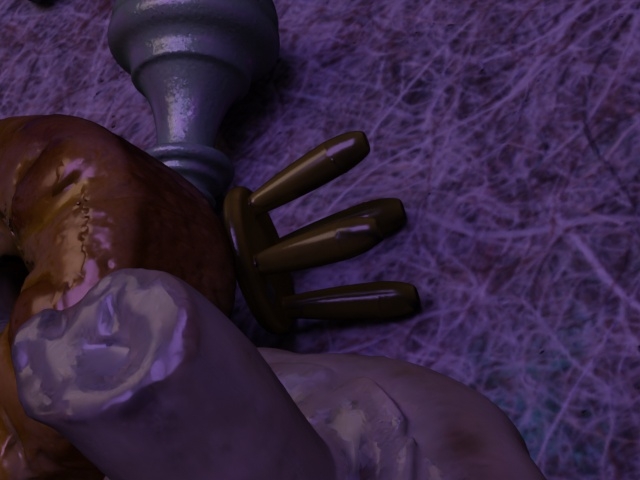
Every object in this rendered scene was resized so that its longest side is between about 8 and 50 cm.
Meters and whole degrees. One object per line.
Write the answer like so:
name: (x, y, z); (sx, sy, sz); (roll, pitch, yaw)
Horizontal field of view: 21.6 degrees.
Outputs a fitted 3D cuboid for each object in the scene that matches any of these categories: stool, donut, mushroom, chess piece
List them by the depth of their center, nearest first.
mushroom: (-0.033, 0.162, 0.928); (0.314, 0.336, 0.314); (-22, 41, 21)
donut: (-0.192, 0.050, 1.162); (0.299, 0.150, 0.317); (-49, 38, 31)
stool: (0.000, 0.000, 1.186); (0.110, 0.134, 0.135); (-17, 94, 11)
chess piece: (-0.104, -0.069, 1.305); (0.139, 0.139, 0.272); (-9, 64, 22)

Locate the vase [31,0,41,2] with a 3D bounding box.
vase: (-0.215, -0.321, 1.568); (0.219, 0.096, 0.096); (-44, 47, -5)
